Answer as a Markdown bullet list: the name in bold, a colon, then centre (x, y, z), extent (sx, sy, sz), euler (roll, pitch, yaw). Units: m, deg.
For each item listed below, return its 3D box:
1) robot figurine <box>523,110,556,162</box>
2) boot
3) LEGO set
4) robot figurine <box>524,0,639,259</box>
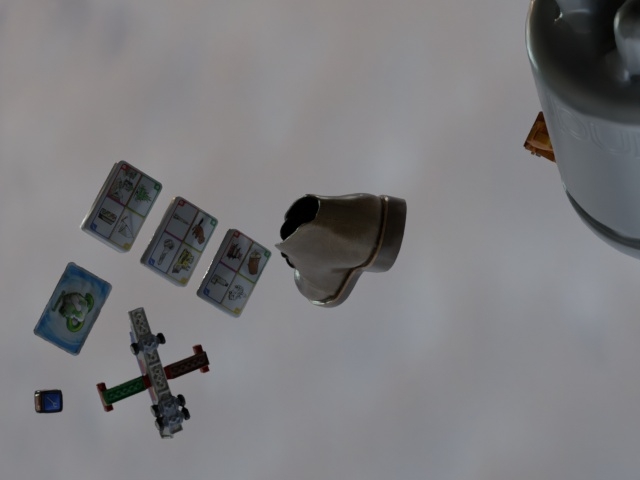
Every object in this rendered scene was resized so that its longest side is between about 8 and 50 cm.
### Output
- **robot figurine**: centre (0.347, -0.087, 1.567), extent (0.211, 0.291, 0.085), euler (-67, 170, 14)
- **boot**: centre (0.000, 0.000, 1.885), extent (0.305, 0.115, 0.112), euler (136, -36, -71)
- **LEGO set**: centre (-0.177, 0.074, 1.610), extent (0.060, 0.182, 0.244), euler (-6, -124, 63)
- **robot figurine**: centre (0.271, -0.112, 1.304), extent (0.200, 0.353, 0.300), euler (-34, -126, -5)
